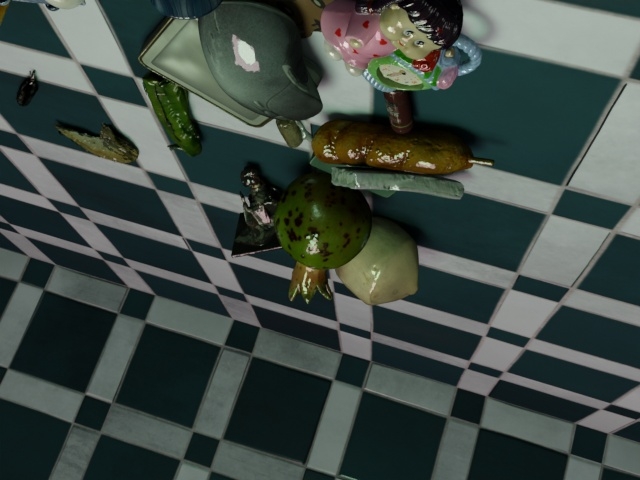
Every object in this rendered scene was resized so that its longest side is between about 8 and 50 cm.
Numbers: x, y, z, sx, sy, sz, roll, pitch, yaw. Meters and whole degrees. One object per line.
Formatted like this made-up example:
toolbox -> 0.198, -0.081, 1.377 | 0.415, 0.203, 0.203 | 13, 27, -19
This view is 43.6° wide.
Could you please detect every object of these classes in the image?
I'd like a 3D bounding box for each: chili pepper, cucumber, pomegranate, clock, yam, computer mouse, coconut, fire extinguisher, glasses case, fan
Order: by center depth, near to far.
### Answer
clock -> 0.125, -0.285, 1.123 | 0.194, 0.100, 0.195 | 28, 162, -36
fan -> -0.052, -0.372, 1.180 | 0.152, 0.008, 0.226 | 1, 155, 43
computer mouse -> -0.086, -0.250, 1.312 | 0.167, 0.090, 0.379 | 6, 156, 25
fire extinguisher -> 0.128, -0.236, 1.335 | 0.064, 0.043, 0.158 | 58, 177, 26
yam -> -0.059, -0.219, 1.565 | 0.043, 0.043, 0.094 | 12, 161, 20
glasses case -> 0.074, -0.148, 1.636 | 0.184, 0.039, 0.078 | 23, 161, -11
chili pepper -> -0.303, -0.249, 1.682 | 0.084, 0.076, 0.359 | -6, 161, -4
pomegranate -> 0.003, -0.004, 1.727 | 0.230, 0.286, 0.231 | 5, 177, 0
cucumber -> -0.658, -0.341, 1.810 | 0.039, 0.043, 0.163 | -14, -179, -31
coconut -> 0.143, 0.055, 1.903 | 0.224, 0.224, 0.224 | 17, 161, 6

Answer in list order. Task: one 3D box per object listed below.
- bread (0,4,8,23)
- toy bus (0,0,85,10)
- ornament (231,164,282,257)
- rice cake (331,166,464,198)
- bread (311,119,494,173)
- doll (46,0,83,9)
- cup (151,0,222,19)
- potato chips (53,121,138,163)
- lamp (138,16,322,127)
bread -> -0.683, -0.442, 1.359 | 0.294, 0.167, 0.132 | 25, -176, -21
toy bus -> -0.477, -0.423, 1.299 | 0.190, 0.075, 0.064 | 8, 170, 2
ornament -> -0.161, -0.094, 1.889 | 0.153, 0.166, 0.196 | -9, 133, 14
rice cake -> 0.146, -0.111, 1.522 | 0.237, 0.043, 0.127 | 3, -171, -24
bread -> 0.147, -0.167, 1.449 | 0.344, 0.084, 0.124 | 9, -172, 25
doll -> -0.551, -0.470, 1.108 | 0.365, 0.187, 0.376 | 3, 133, 17
cup -> -0.209, -0.395, 1.100 | 0.150, 0.114, 0.138 | 12, 159, 3
potato chips -> -0.543, -0.243, 1.991 | 0.219, 0.029, 0.202 | 5, 157, 43
lamp -> -0.163, -0.307, 1.409 | 0.269, 0.047, 0.266 | 27, 160, -23
